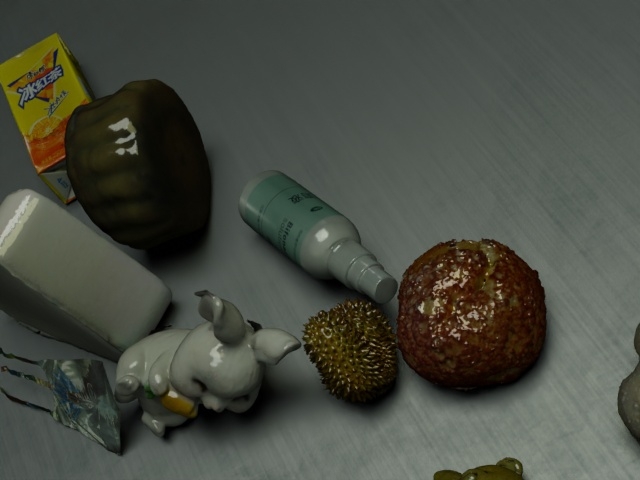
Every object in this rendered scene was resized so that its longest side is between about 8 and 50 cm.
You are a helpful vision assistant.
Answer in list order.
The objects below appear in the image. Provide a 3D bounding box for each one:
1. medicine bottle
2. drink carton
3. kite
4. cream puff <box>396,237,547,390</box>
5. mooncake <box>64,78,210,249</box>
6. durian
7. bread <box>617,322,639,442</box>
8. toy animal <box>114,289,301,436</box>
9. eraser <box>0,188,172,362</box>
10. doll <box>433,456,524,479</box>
[{"bbox_3d":[0.000,0.000,1.760,0.110,0.110,0.352,-43,44,-10],"label":"medicine bottle"},{"bbox_3d":[-0.516,-0.246,2.156,0.154,0.111,0.351,-31,52,-1],"label":"drink carton"},{"bbox_3d":[-0.438,0.255,1.792,0.310,0.169,0.015,5,26,37],"label":"kite"},{"bbox_3d":[0.218,0.098,1.616,0.240,0.164,0.240,-13,49,15],"label":"cream puff"},{"bbox_3d":[-0.314,-0.128,1.894,0.161,0.290,0.290,-16,53,17],"label":"mooncake"},{"bbox_3d":[0.049,0.161,1.640,0.137,0.168,0.158,-27,13,43],"label":"durian"},{"bbox_3d":[0.506,0.192,1.477,0.183,0.102,0.337,11,64,31],"label":"bread"},{"bbox_3d":[-0.180,0.184,1.666,0.325,0.208,0.154,-47,20,39],"label":"toy animal"},{"bbox_3d":[-0.410,0.077,1.839,0.331,0.331,0.150,17,63,29],"label":"eraser"},{"bbox_3d":[0.183,0.359,1.491,0.209,0.097,0.137,-19,38,16],"label":"doll"}]
